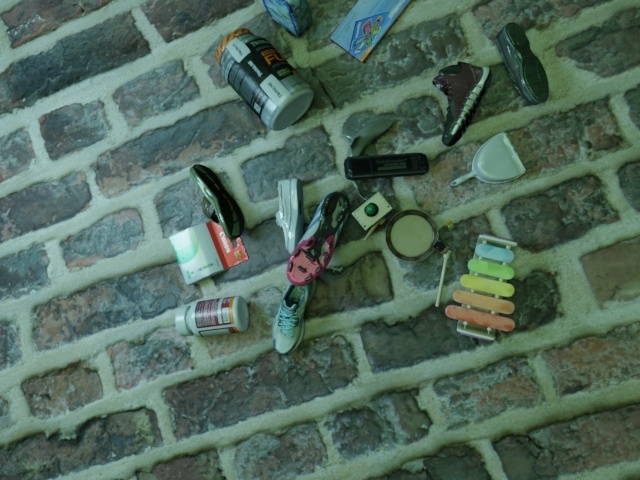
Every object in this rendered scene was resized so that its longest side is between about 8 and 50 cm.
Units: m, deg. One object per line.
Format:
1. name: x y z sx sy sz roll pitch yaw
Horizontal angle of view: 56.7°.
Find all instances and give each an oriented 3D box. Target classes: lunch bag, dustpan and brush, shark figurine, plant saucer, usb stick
1. lunch bag: -0.121 -0.775 1.930 0.176 0.219 0.090 43 90 11
2. dustpan and brush: 0.506 -0.224 1.850 0.211 0.060 0.147 -27 86 3
3. shark figurine: 0.119 -0.271 1.903 0.166 0.116 0.278 12 87 14
4. plant saucer: 0.291 -0.015 1.891 0.169 0.029 0.168 -1 86 13
5. usb stick: 0.206 -0.232 1.854 0.278 0.045 0.077 -6 79 -17

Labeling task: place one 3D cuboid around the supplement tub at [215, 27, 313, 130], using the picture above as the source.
1. supplement tub: -0.188 -0.530 1.943 0.193 0.193 0.316 -43 80 7

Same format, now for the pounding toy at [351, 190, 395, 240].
1. pounding toy: 0.168 -0.072 1.863 0.130 0.141 0.100 -40 80 7

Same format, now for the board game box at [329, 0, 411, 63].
1. board game box: 0.172 -0.740 1.962 0.145 0.027 0.281 40 95 13

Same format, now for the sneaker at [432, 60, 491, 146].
1. sneaker: 0.408 -0.439 1.864 0.163 0.106 0.281 27 82 18

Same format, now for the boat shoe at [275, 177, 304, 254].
1. boat shoe: -0.105 -0.077 1.957 0.084 0.095 0.258 -3 75 16

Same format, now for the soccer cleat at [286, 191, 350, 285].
1. soccer cleat: 0.000 0.000 1.889 0.116 0.143 0.331 29 83 1

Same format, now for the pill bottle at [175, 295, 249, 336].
1. pill bottle: -0.358 0.255 1.967 0.221 0.121 0.121 -8 85 12

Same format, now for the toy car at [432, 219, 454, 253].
1. toy car: 0.397 -0.004 1.840 0.040 0.060 0.122 42 74 -26

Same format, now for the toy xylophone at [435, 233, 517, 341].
1. toy xylophone: 0.477 0.139 1.814 0.236 0.081 0.322 5 87 13

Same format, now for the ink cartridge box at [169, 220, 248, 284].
1. ink cartridge box: -0.383 0.028 2.023 0.225 0.056 0.180 -25 82 11

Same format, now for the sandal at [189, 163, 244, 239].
1. sandal: -0.356 -0.124 2.005 0.086 0.120 0.302 -41 71 24

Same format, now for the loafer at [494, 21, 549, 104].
1. loafer: 0.621 -0.538 1.838 0.096 0.084 0.267 -19 86 -21

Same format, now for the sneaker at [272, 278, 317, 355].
1. sneaker: -0.102 0.233 1.912 0.110 0.122 0.282 15 90 14
